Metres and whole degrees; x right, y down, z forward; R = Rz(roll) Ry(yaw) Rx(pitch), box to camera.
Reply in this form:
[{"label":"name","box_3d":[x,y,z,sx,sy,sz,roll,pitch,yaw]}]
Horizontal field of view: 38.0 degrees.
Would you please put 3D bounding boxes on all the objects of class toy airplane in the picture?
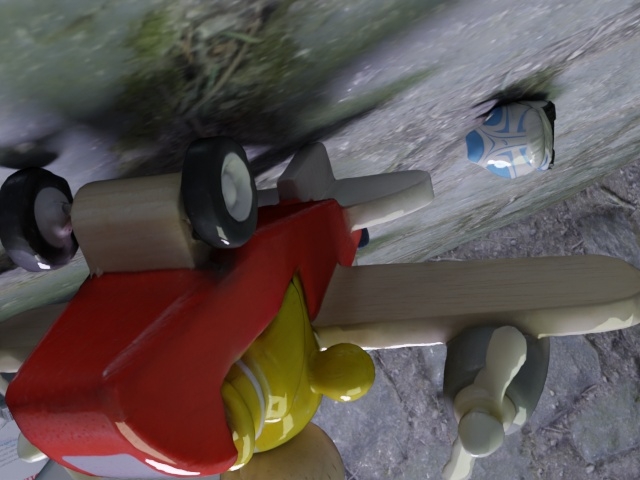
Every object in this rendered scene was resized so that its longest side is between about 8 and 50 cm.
[{"label":"toy airplane","box_3d":[-0.036,0.068,0.654,0.384,0.273,0.386,-11,-176,-25]}]

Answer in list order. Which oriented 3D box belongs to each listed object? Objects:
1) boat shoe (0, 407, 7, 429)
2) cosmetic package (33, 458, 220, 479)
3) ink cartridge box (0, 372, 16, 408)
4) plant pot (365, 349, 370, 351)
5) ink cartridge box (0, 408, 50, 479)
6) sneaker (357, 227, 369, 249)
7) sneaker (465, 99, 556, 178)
[{"label":"boat shoe","box_3d":[-0.316,0.111,0.699,0.121,0.119,0.335,-32,171,-30]},{"label":"cosmetic package","box_3d":[-0.196,0.358,1.121,0.329,0.327,0.393,-54,-174,-9]},{"label":"ink cartridge box","box_3d":[-0.432,0.200,1.261,0.275,0.060,0.239,-21,179,-30]},{"label":"plant pot","box_3d":[-0.023,0.165,1.801,0.290,0.195,0.290,-26,172,-4]},{"label":"ink cartridge box","box_3d":[-0.481,0.312,1.447,0.128,0.176,0.127,-24,173,1]},{"label":"sneaker","box_3d":[0.000,0.000,1.236,0.144,0.053,0.059,-9,165,-34]},{"label":"sneaker","box_3d":[0.214,-0.113,1.026,0.086,0.085,0.237,1,-174,20]}]
